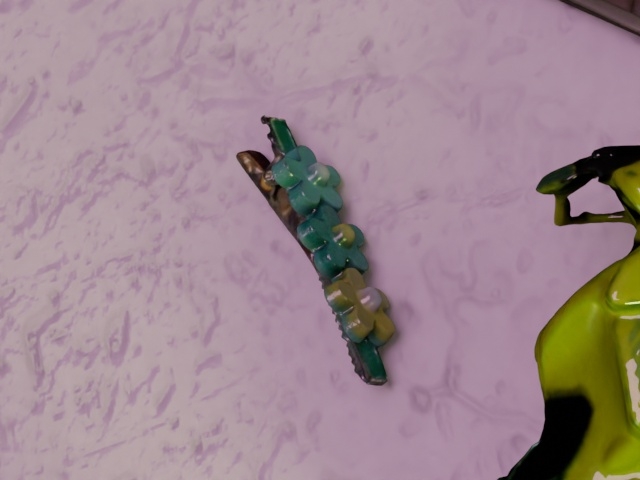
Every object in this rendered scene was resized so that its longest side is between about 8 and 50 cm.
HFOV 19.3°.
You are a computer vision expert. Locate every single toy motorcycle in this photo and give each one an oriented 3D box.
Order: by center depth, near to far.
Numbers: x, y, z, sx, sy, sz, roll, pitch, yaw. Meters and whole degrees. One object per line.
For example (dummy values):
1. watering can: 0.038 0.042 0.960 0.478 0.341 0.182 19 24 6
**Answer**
1. toy motorcycle: 0.140 0.085 0.859 0.342 0.142 0.206 -50 57 1

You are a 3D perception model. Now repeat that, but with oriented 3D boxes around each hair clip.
1. hair clip: 0.000 0.000 1.013 0.049 0.049 0.173 -34 60 12

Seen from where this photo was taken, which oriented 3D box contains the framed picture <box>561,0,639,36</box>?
1. framed picture: 0.190 -0.240 1.014 0.189 0.023 0.260 29 87 31
